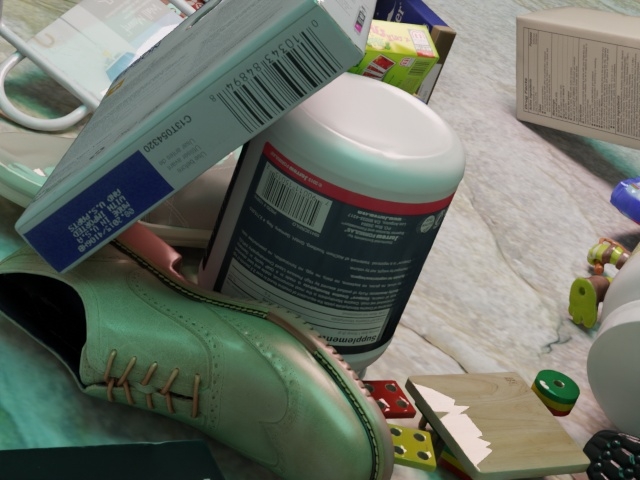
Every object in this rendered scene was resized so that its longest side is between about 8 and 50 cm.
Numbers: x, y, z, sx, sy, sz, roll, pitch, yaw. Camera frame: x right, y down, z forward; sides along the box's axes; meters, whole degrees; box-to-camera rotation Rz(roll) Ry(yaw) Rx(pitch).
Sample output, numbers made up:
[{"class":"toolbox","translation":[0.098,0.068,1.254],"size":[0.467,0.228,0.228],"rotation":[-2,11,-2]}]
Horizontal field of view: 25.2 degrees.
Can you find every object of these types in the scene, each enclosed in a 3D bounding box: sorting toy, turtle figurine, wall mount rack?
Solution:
[{"class":"sorting toy","translation":[0.149,0.181,1.317],"size":[0.275,0.046,0.132],"rotation":[1,34,-33]},{"class":"sorting toy","translation":[-0.107,0.034,1.436],"size":[0.062,0.012,0.083],"rotation":[1,34,-33]},{"class":"turtle figurine","translation":[0.400,0.065,1.646],"size":[0.269,0.087,0.217],"rotation":[39,33,29]},{"class":"wall mount rack","translation":[-0.193,-0.235,1.628],"size":[0.304,0.130,0.350],"rotation":[38,54,8]}]

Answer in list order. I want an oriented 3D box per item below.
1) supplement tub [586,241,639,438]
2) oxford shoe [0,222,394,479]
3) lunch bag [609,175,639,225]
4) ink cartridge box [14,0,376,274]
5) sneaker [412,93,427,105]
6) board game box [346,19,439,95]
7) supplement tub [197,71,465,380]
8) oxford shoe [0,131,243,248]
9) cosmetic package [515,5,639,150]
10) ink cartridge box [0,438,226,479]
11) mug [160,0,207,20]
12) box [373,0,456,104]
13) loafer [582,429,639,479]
[{"class":"supplement tub","translation":[0.430,0.056,1.451],"size":[0.235,0.235,0.325],"rotation":[30,53,16]},{"class":"oxford shoe","translation":[-0.118,0.112,1.183],"size":[0.397,0.140,0.147],"rotation":[28,33,31]},{"class":"lunch bag","translation":[0.524,-0.013,1.824],"size":[0.293,0.138,0.221],"rotation":[-10,37,-38]},{"class":"ink cartridge box","translation":[-0.087,-0.146,1.237],"size":[0.071,0.324,0.330],"rotation":[49,24,-16]},{"class":"sneaker","translation":[0.045,-0.097,1.701],"size":[0.296,0.112,0.131],"rotation":[-16,63,-47]},{"class":"board game box","translation":[0.029,-0.135,1.381],"size":[0.092,0.181,0.043],"rotation":[2,53,-29]},{"class":"supplement tub","translation":[0.000,0.000,1.292],"size":[0.191,0.272,0.191],"rotation":[17,29,-9]},{"class":"oxford shoe","translation":[-0.128,-0.066,1.460],"size":[0.450,0.130,0.169],"rotation":[10,23,-21]},{"class":"cosmetic package","translation":[0.414,-0.222,1.967],"size":[0.113,0.160,0.309],"rotation":[-17,25,-32]},{"class":"ink cartridge box","translation":[-0.219,0.223,0.985],"size":[0.371,0.069,0.175],"rotation":[0,35,-30]},{"class":"mug","translation":[-0.137,-0.249,1.811],"size":[0.169,0.113,0.150],"rotation":[28,30,5]},{"class":"box","translation":[0.101,-0.285,2.003],"size":[0.037,0.136,0.225],"rotation":[3,33,-30]},{"class":"loafer","translation":[0.333,0.254,1.302],"size":[0.223,0.076,0.078],"rotation":[36,-3,31]}]
